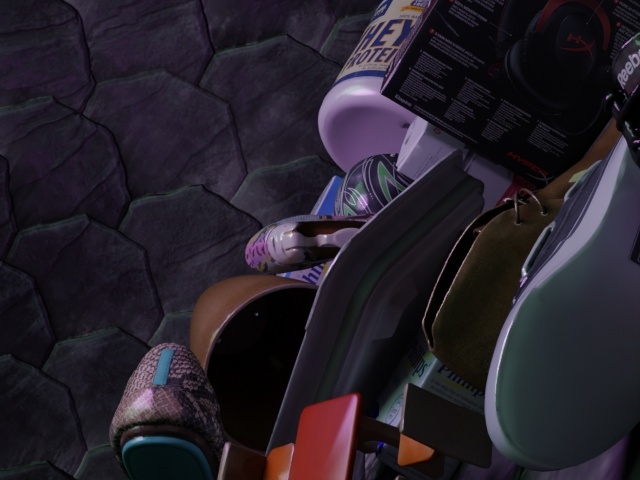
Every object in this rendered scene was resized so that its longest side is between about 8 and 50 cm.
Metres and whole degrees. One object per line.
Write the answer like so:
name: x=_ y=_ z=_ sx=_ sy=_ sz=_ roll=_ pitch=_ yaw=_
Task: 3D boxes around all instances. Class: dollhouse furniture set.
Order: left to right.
dollhouse furniture set: x=-0.009 y=0.248 z=0.900 sx=0.262 sy=0.135 sz=0.259 roll=-27 pitch=45 yaw=47

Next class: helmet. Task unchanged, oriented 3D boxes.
helmet: x=0.098 y=-0.040 z=1.622 sx=0.169 sy=0.161 sz=0.169 roll=-59 pitch=6 yaw=10

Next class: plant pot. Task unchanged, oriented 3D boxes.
plant pot: x=-0.087 y=0.144 z=1.571 sx=0.237 sy=0.237 sz=0.254 roll=-60 pitch=26 yaw=0

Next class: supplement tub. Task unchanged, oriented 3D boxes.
supplement tub: x=0.160 y=-0.251 z=1.745 sx=0.325 sy=0.235 sz=0.235 roll=-62 pitch=6 yaw=-33

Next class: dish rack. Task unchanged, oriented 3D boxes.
dish rack: x=0.068 y=0.091 z=1.158 sx=0.285 sy=0.072 sz=0.333 roll=-40 pitch=-24 yaw=-47

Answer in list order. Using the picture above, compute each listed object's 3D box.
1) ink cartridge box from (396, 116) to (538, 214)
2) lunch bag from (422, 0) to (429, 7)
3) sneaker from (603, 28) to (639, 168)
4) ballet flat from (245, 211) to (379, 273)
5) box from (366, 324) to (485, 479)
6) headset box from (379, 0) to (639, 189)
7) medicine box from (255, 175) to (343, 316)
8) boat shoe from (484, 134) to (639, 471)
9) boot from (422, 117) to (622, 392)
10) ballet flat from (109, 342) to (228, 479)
ink cartridge box: x=0.172 y=-0.091 z=1.290 sx=0.063 sy=0.150 sz=0.109 roll=-56 pitch=7 yaw=34
lunch bag: x=0.304 y=-0.440 z=1.587 sx=0.305 sy=0.212 sz=0.256 roll=-63 pitch=6 yaw=-23
sneaker: x=0.234 y=-0.060 z=0.697 sx=0.097 sy=0.135 sz=0.276 roll=-50 pitch=13 yaw=52
ballet flat: x=0.000 y=0.000 z=1.516 sx=0.079 sy=0.221 sz=0.077 roll=3 pitch=-100 yaw=-81
box: x=0.109 y=0.146 z=1.055 sx=0.137 sy=0.072 sz=0.126 roll=-59 pitch=6 yaw=4
headset box: x=0.229 y=-0.231 z=1.163 sx=0.293 sy=0.218 sz=0.110 roll=-59 pitch=6 yaw=23
medicine box: x=-0.004 y=0.087 z=1.872 sx=0.263 sy=0.149 sz=0.289 roll=-64 pitch=4 yaw=-34
boat shoe: x=0.186 y=0.034 z=0.781 sx=0.301 sy=0.108 sz=0.102 roll=-60 pitch=5 yaw=-28
boot: x=0.194 y=-0.015 z=0.923 sx=0.305 sy=0.115 sz=0.112 roll=-59 pitch=4 yaw=-2
ballet flat: x=-0.152 y=0.307 z=1.382 sx=0.182 sy=0.164 sz=0.483 roll=-86 pitch=-6 yaw=-47
